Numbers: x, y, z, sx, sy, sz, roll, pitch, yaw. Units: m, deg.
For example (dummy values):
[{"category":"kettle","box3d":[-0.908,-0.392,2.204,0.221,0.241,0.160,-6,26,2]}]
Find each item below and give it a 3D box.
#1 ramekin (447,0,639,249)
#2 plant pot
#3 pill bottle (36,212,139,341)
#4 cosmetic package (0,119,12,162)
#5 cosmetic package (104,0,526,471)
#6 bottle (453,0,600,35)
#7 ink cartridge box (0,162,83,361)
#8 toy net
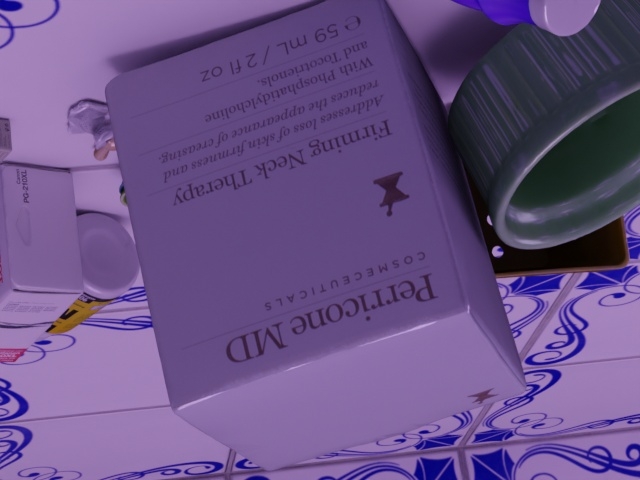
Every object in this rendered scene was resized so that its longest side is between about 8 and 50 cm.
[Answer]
[{"category":"ramekin","box3d":[0.290,-0.141,1.874,0.303,0.148,0.303,-25,154,-13]},{"category":"plant pot","box3d":[0.250,-0.046,2.138,0.212,0.212,0.187,-4,170,-12]},{"category":"pill bottle","box3d":[-0.344,0.056,2.240,0.119,0.119,0.208,9,151,-37]},{"category":"cosmetic package","box3d":[-0.416,-0.115,1.905,0.115,0.041,0.060,8,153,-35]},{"category":"cosmetic package","box3d":[0.000,0.000,1.853,0.329,0.394,0.327,-19,156,10]},{"category":"bottle","box3d":[0.131,-0.259,1.489,0.118,0.283,0.092,10,108,-41]},{"category":"ink cartridge box","box3d":[-0.391,0.032,2.095,0.100,0.172,0.237,5,154,-31]},{"category":"toy net","box3d":[-0.218,-0.106,1.997,0.122,0.045,0.232,-15,157,14]}]
